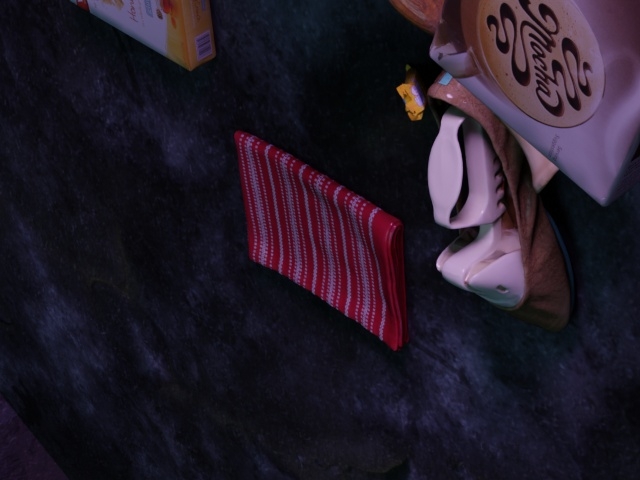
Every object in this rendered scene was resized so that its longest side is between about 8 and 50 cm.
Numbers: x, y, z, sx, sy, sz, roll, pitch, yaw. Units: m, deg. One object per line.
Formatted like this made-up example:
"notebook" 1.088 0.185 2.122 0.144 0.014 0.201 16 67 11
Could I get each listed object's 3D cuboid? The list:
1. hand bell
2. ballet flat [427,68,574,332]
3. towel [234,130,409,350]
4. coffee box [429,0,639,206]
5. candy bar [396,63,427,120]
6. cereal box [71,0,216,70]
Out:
"hand bell" 0.141 -0.166 1.493 0.242 0.126 0.126 41 149 4
"ballet flat" 0.162 -0.030 1.644 0.116 0.124 0.342 23 138 42
"towel" 0.000 0.000 2.003 0.275 0.031 0.199 31 142 36
"coffee box" 0.187 -0.183 1.025 0.168 0.119 0.297 44 151 19
"candy bar" 0.092 -0.146 1.652 0.040 0.018 0.161 63 -169 -9
"cereal box" -0.223 -0.319 1.986 0.240 0.047 0.173 31 142 36
